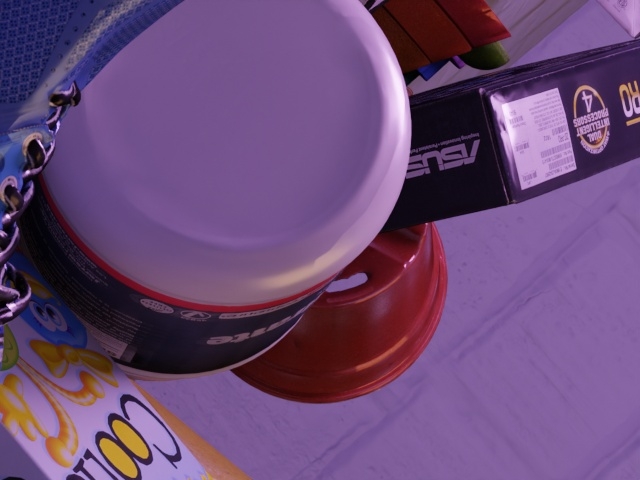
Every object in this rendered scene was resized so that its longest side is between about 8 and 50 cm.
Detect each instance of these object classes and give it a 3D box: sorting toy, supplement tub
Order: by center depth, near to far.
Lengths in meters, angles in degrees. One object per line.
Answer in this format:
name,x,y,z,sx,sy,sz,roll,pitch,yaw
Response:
supplement tub,-0.072,-0.031,1.068,0.191,0.191,0.272,-39,176,-20
sorting toy,0.063,-0.152,1.524,0.126,0.127,0.365,-42,177,3

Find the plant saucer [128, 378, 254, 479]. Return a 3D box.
plant saucer,-0.230,0.160,1.130,0.333,0.332,0.081,-39,151,-28

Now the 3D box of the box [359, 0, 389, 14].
box,0.132,-0.275,1.164,0.322,0.079,0.257,-39,178,-31

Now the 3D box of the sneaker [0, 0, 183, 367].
sneaker,-0.152,-0.014,0.782,0.330,0.147,0.130,-42,177,6

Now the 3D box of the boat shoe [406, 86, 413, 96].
boat shoe,0.063,-0.147,2.261,0.178,0.064,0.060,136,-26,-64

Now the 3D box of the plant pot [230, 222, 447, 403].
plant pot,0.000,0.000,1.909,0.272,0.272,0.265,-40,168,-12

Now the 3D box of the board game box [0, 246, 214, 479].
board game box,-0.180,0.109,0.961,0.144,0.275,0.142,-42,177,17

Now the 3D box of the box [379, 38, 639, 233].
box,0.113,-0.079,1.563,0.318,0.097,0.395,-10,-173,37

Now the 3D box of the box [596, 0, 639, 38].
box,0.342,-0.321,2.151,0.087,0.169,0.290,-44,174,20
